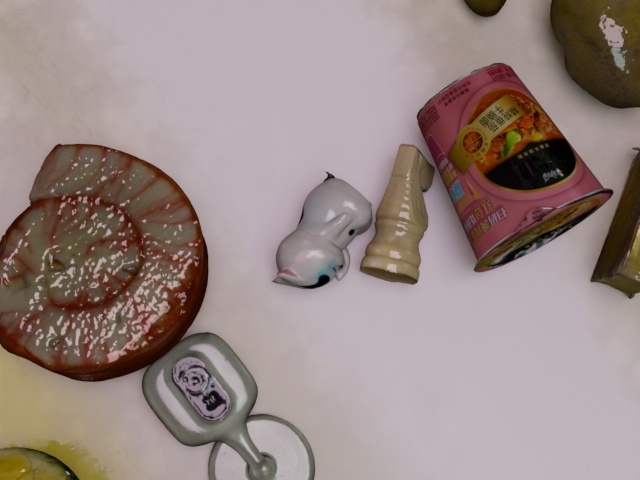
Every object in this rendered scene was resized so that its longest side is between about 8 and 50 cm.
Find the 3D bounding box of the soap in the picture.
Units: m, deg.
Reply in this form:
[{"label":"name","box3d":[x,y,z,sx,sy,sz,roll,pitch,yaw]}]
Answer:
[{"label":"soap","box3d":[0.494,-0.034,1.830,0.076,0.135,0.233,20,81,-3]}]

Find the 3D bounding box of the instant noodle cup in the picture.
[{"label":"instant noodle cup","box3d":[0.269,-0.114,1.785,0.244,0.244,0.255,-27,77,-9]}]

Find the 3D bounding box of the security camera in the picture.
[{"label":"security camera","box3d":[-0.129,0.276,1.755,0.157,0.080,0.301,-38,91,-10]}]

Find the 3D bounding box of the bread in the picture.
[{"label":"bread","box3d":[-0.312,0.040,1.722,0.295,0.114,0.327,24,75,7]}]

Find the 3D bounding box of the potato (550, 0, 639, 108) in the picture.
[{"label":"potato","box3d":[0.457,-0.311,1.855,0.174,0.159,0.251,-20,94,15]}]

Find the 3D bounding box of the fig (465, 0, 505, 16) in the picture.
[{"label":"fig","box3d":[0.253,-0.393,1.886,0.088,0.074,0.074,40,80,17]}]

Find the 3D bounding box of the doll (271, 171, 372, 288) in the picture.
[{"label":"doll","box3d":[0.006,-0.004,1.787,0.107,0.110,0.180,28,80,7]}]

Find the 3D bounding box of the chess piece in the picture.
[{"label":"chess piece","box3d":[0.125,-0.040,1.816,0.090,0.090,0.200,15,80,-4]}]

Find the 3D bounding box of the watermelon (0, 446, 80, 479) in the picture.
[{"label":"watermelon","box3d":[-0.400,0.452,1.620,0.331,0.189,0.330,-13,58,23]}]
